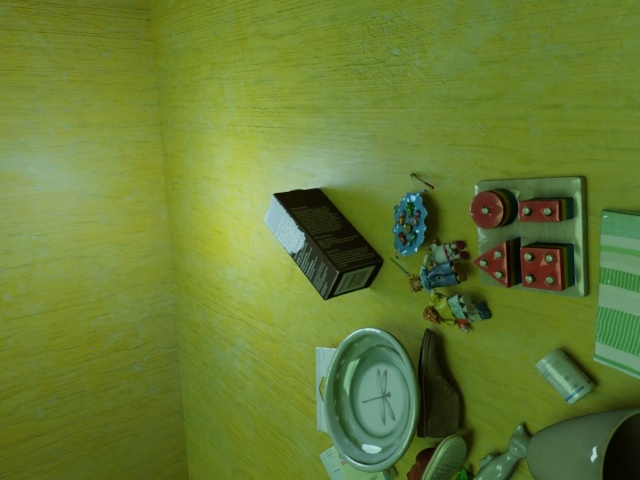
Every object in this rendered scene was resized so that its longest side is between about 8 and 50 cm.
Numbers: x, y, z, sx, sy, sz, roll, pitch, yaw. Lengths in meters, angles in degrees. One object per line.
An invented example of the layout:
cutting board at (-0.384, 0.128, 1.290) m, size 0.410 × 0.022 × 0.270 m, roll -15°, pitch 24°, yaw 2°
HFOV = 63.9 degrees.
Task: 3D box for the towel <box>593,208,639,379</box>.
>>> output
towel at (0.623, 0.116, 0.955) m, size 0.248 × 0.038 × 0.324 m, roll -158°, pitch 62°, yaw -64°

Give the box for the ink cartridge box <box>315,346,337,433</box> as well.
ink cartridge box at (0.088, 0.508, 1.726) m, size 0.261 × 0.066 × 0.296 m, roll -10°, pitch 79°, yaw 52°

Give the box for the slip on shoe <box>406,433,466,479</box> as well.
slip on shoe at (0.318, 0.636, 1.462) m, size 0.331 × 0.123 × 0.101 m, roll 100°, pitch 149°, yaw -43°

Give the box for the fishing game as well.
fishing game at (0.234, -0.048, 1.408) m, size 0.189 × 0.041 × 0.263 m, roll -123°, pitch 42°, yaw -63°

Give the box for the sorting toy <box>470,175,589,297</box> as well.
sorting toy at (0.447, -0.007, 1.150) m, size 0.256 × 0.090 × 0.256 m, roll 4°, pitch 103°, yaw 52°

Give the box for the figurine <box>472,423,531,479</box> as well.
figurine at (0.504, 0.585, 1.252) m, size 0.215 × 0.092 × 0.209 m, roll 49°, pitch 126°, yaw 34°

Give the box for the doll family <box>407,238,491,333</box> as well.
doll family at (0.311, 0.126, 1.337) m, size 0.163 × 0.119 × 0.262 m, roll -27°, pitch 78°, yaw 52°

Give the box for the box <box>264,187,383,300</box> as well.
box at (0.000, 0.000, 1.650) m, size 0.381 × 0.191 × 0.143 m, roll 52°, pitch 136°, yaw 31°

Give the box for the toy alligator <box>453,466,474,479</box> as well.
toy alligator at (0.396, 0.710, 1.445) m, size 0.052 × 0.056 × 0.189 m, roll 14°, pitch 117°, yaw 6°

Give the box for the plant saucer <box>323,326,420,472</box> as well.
plant saucer at (0.163, 0.458, 1.499) m, size 0.401 × 0.101 × 0.400 m, roll -25°, pitch 58°, yaw 48°

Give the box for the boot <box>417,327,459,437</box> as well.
boot at (0.328, 0.396, 1.432) m, size 0.115 × 0.112 × 0.305 m, roll 0°, pitch 92°, yaw 14°

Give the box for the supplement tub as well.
supplement tub at (0.538, 0.299, 1.130) m, size 0.107 × 0.071 × 0.071 m, roll 53°, pitch 136°, yaw 31°

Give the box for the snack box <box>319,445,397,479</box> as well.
snack box at (0.124, 0.789, 1.808) m, size 0.187 × 0.060 × 0.322 m, roll 61°, pitch 140°, yaw 23°

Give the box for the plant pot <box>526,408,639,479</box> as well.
plant pot at (0.556, 0.459, 1.034) m, size 0.274 × 0.257 × 0.256 m, roll 146°, pitch 109°, yaw -68°
